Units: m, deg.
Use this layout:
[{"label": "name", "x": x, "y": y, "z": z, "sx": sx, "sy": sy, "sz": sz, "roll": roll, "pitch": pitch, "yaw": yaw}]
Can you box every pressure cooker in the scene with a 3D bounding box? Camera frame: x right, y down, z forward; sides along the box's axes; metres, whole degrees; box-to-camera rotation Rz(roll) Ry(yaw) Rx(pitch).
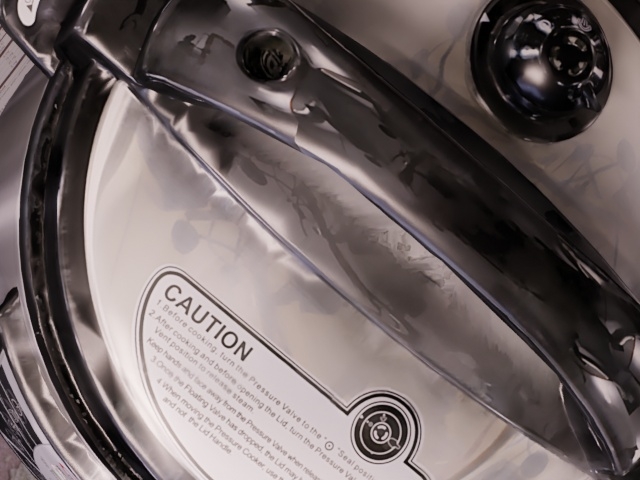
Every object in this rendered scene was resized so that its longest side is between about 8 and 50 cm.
[{"label": "pressure cooker", "x": 0.002, "y": -0.006, "z": 0.950, "sx": 0.370, "sy": 0.375, "sz": 0.420, "roll": -3, "pitch": 179, "yaw": -18}]

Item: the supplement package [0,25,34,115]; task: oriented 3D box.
[{"label": "supplement package", "x": -0.289, "y": -0.186, "z": 1.401, "sx": 0.199, "sy": 0.198, "sz": 0.262, "roll": 31, "pitch": 169, "yaw": 17}]
